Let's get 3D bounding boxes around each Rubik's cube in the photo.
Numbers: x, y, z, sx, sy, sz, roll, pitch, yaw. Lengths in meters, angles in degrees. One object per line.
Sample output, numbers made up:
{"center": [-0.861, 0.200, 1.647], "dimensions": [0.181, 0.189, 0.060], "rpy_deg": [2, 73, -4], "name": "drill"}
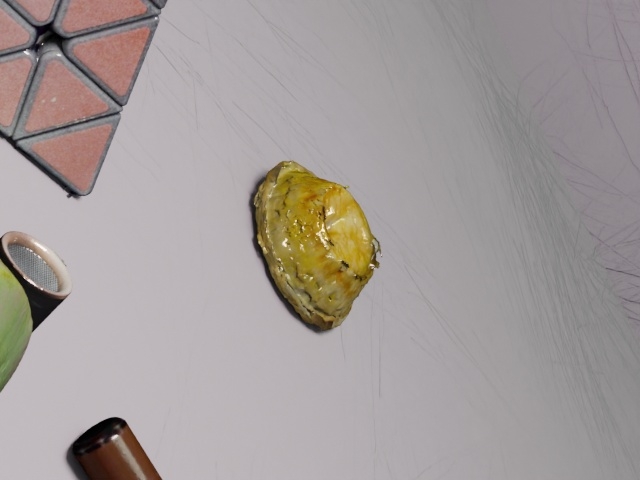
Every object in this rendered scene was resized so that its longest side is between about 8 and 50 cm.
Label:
{"center": [-0.266, -0.213, 1.433], "dimensions": [0.228, 0.229, 0.233], "rpy_deg": [27, 72, 2], "name": "Rubik's cube"}

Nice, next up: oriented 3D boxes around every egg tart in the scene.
{"center": [0.001, -0.001, 1.850], "dimensions": [0.212, 0.090, 0.213], "rpy_deg": [39, 38, -40], "name": "egg tart"}

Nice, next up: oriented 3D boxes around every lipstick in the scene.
{"center": [-0.108, 0.315, 1.371], "dimensions": [0.357, 0.057, 0.057], "rpy_deg": [60, 25, -12], "name": "lipstick"}

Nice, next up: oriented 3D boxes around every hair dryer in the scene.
{"center": [-0.323, -0.005, 1.213], "dimensions": [0.255, 0.128, 0.070], "rpy_deg": [45, 17, 6], "name": "hair dryer"}

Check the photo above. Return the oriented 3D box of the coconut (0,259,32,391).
{"center": [-0.305, 0.061, 1.034], "dimensions": [0.204, 0.236, 0.236], "rpy_deg": [-26, 92, -25], "name": "coconut"}
